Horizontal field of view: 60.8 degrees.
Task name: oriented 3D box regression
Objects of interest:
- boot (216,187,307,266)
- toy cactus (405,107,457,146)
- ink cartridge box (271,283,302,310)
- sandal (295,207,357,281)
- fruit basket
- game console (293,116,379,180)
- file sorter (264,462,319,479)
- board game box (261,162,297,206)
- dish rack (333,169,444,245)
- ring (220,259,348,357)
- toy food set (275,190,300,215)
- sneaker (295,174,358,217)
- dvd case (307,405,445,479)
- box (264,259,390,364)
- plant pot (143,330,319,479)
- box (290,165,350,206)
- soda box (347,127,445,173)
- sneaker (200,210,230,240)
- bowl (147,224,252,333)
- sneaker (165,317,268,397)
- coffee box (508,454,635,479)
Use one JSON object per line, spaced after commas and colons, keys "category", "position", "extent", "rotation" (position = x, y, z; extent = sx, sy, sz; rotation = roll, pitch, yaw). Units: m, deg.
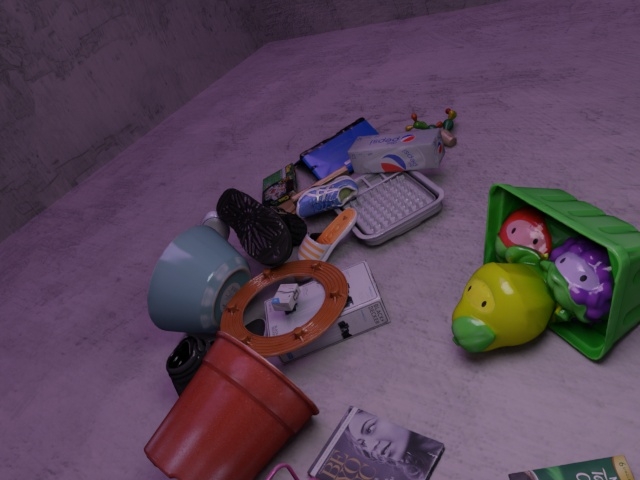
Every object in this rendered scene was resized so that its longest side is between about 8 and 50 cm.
{"category": "boot", "position": [-0.127, -0.020, 1.604], "extent": [0.131, 0.260, 0.348], "rotation": [-51, 49, 9]}
{"category": "toy cactus", "position": [0.404, -0.385, 1.888], "extent": [0.219, 0.112, 0.180], "rotation": [-26, 42, -16]}
{"category": "ink cartridge box", "position": [-0.080, 0.130, 1.312], "extent": [0.048, 0.028, 0.083], "rotation": [-4, 36, 25]}
{"category": "sandal", "position": [-0.004, -0.004, 1.574], "extent": [0.265, 0.076, 0.102], "rotation": [-51, 33, 0]}
{"category": "fruit basket", "position": [0.429, 0.072, 1.112], "extent": [0.392, 0.283, 0.392], "rotation": [-4, 29, 2]}
{"category": "game console", "position": [0.072, -0.319, 2.064], "extent": [0.293, 0.173, 0.250], "rotation": [-33, 65, -11]}
{"category": "file sorter", "position": [0.024, 0.495, 0.818], "extent": [0.291, 0.202, 0.182], "rotation": [7, 44, 39]}
{"category": "board game box", "position": [-0.151, -0.199, 2.005], "extent": [0.136, 0.030, 0.259], "rotation": [-29, 27, 12]}
{"category": "dish rack", "position": [0.196, -0.111, 1.657], "extent": [0.286, 0.072, 0.333], "rotation": [-28, 33, -6]}
{"category": "ring", "position": [-0.095, 0.151, 1.346], "extent": [0.337, 0.032, 0.336], "rotation": [-15, 32, 10]}
{"category": "toy food set", "position": [-0.126, -0.098, 1.885], "extent": [0.192, 0.038, 0.132], "rotation": [-40, 28, -14]}
{"category": "sneaker", "position": [0.019, -0.131, 1.662], "extent": [0.211, 0.080, 0.081], "rotation": [-31, 33, -7]}
{"category": "dvd case", "position": [0.103, 0.418, 1.038], "extent": [0.221, 0.018, 0.164], "rotation": [9, 47, 41]}
{"category": "box", "position": [0.013, 0.177, 1.365], "extent": [0.290, 0.087, 0.169], "rotation": [-23, 33, 3]}
{"category": "plant pot", "position": [-0.189, 0.370, 1.095], "extent": [0.272, 0.272, 0.265], "rotation": [17, 59, 45]}
{"category": "box", "position": [0.008, -0.157, 1.769], "extent": [0.201, 0.164, 0.021], "rotation": [-31, 73, 1]}
{"category": "soda box", "position": [0.236, -0.278, 1.714], "extent": [0.286, 0.091, 0.098], "rotation": [0, 39, 31]}
{"category": "sneaker", "position": [-0.332, 0.021, 1.695], "extent": [0.094, 0.258, 0.091], "rotation": [4, 47, -12]}
{"category": "bowl", "position": [-0.301, 0.128, 1.487], "extent": [0.163, 0.311, 0.311], "rotation": [19, 51, 23]}
{"category": "sneaker", "position": [-0.254, 0.269, 1.358], "extent": [0.104, 0.147, 0.296], "rotation": [15, 49, 47]}
{"category": "coffee box", "position": [0.398, 0.404, 0.845], "extent": [0.184, 0.040, 0.113], "rotation": [-15, 35, 15]}
